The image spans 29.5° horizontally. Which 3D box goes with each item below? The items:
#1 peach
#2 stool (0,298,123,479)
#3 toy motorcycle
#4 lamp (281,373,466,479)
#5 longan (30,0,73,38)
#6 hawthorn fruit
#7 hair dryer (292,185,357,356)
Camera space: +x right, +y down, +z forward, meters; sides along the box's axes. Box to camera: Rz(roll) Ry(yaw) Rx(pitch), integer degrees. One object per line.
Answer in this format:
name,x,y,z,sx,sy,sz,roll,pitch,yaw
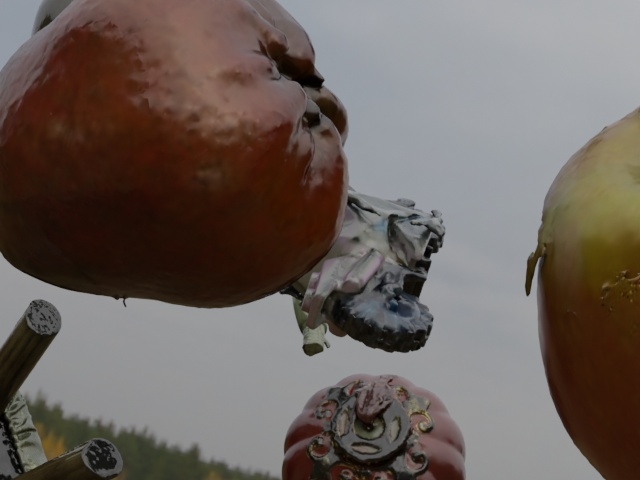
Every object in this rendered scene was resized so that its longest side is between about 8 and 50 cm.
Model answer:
peach,0.320,0.062,0.790,0.370,0.370,0.370,15,-12,3
stool,-0.453,0.263,1.565,0.310,0.310,0.226,-4,-31,-44
toy motorcycle,-0.002,0.006,0.984,0.204,0.108,0.239,19,9,0
lamp,0.063,0.265,1.467,0.227,0.226,0.227,15,-12,3
longan,-0.316,-0.279,1.809,0.215,0.246,0.246,-8,-22,24
hawthorn fruit,-0.117,-0.057,0.781,0.261,0.224,0.224,-17,-22,15
hair dryer,-0.053,-0.039,1.431,0.296,0.119,0.298,52,22,-9
